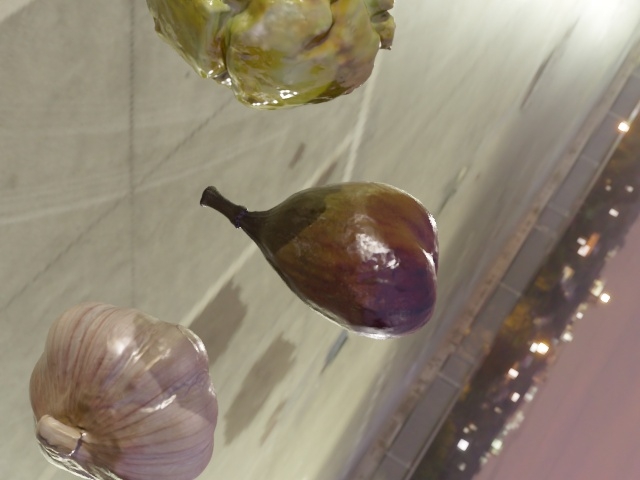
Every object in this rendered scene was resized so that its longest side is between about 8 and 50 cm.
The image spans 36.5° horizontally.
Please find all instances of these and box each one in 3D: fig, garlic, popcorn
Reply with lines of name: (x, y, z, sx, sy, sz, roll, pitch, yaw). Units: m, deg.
fig: (0.001, -0.002, 1.029, 0.170, 0.274, 0.145, -66, 176, -47)
garlic: (-0.290, 0.242, 1.455, 0.241, 0.322, 0.322, -80, -173, -46)
popcorn: (-0.045, -0.207, 0.809, 0.204, 0.221, 0.184, 24, 96, -57)
